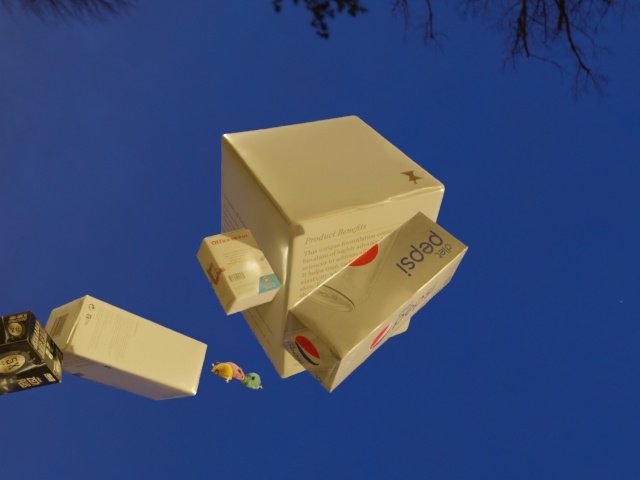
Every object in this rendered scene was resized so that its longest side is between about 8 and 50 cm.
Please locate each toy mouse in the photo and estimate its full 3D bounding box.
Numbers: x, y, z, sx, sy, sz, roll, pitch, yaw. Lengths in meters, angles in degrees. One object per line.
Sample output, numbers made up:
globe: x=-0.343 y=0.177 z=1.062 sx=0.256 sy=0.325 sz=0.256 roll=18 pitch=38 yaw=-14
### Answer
toy mouse: x=-0.183 y=0.305 z=1.285 sx=0.161 sy=0.143 sz=0.031 roll=6 pitch=-108 yaw=56

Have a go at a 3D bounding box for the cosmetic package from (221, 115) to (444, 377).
cosmetic package: x=0.000 y=0.000 z=1.185 sx=0.327 sy=0.329 sz=0.394 roll=50 pitch=-36 yaw=42

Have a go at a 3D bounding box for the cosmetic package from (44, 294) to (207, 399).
cosmetic package: x=-0.531 y=0.304 z=1.531 sx=0.217 sy=0.385 sz=0.156 roll=-21 pitch=-132 yaw=41

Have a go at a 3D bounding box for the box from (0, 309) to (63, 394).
box: x=-0.657 y=0.244 z=1.202 sx=0.147 sy=0.180 sz=0.078 roll=-11 pitch=-131 yaw=-8

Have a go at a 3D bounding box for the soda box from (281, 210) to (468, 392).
soda box: x=0.080 y=0.075 z=0.793 sx=0.098 sy=0.286 sz=0.091 roll=40 pitch=-37 yaw=22

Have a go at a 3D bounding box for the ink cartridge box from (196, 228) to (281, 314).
ink cartridge box: x=-0.135 y=0.048 z=0.923 sx=0.122 sy=0.088 sz=0.052 roll=59 pitch=-40 yaw=21
